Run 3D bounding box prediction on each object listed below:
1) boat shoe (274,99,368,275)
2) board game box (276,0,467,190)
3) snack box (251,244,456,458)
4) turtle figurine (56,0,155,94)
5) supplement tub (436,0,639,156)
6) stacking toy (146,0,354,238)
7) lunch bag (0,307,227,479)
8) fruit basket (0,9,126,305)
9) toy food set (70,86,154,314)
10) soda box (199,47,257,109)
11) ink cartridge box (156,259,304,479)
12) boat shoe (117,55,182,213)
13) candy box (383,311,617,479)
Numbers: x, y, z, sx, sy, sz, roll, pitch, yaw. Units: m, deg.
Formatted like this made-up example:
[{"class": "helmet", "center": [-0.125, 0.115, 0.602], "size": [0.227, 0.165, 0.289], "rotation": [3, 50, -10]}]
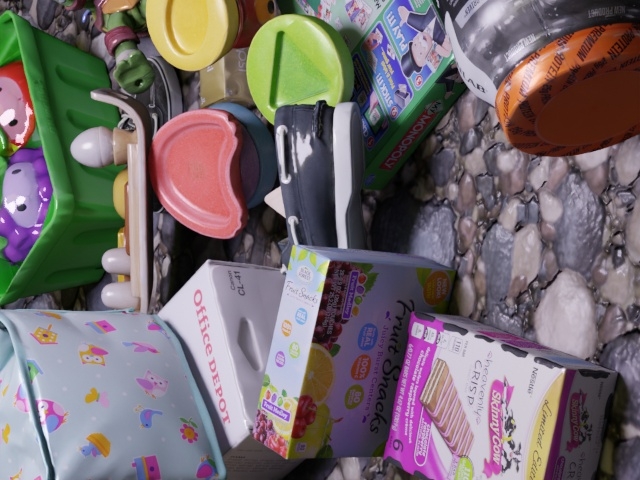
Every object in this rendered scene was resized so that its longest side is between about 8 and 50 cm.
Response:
[{"class": "boat shoe", "center": [0.000, 0.000, 1.748], "size": [0.091, 0.114, 0.302], "rotation": [1, 100, 13]}, {"class": "board game box", "center": [0.054, -0.243, 1.812], "size": [0.213, 0.046, 0.317], "rotation": [-52, 47, 39]}, {"class": "snack box", "center": [0.035, 0.115, 1.673], "size": [0.070, 0.174, 0.207], "rotation": [24, 104, 49]}, {"class": "turtle figurine", "center": [-0.253, -0.340, 2.133], "size": [0.266, 0.198, 0.274], "rotation": [57, 133, 35]}, {"class": "supplement tub", "center": [0.198, -0.258, 1.472], "size": [0.207, 0.207, 0.338], "rotation": [-41, 52, 44]}, {"class": "stacking toy", "center": [-0.058, -0.156, 1.882], "size": [0.280, 0.130, 0.309], "rotation": [18, 114, 32]}, {"class": "lunch bag", "center": [-0.251, 0.187, 1.799], "size": [0.160, 0.223, 0.262], "rotation": [-55, 44, 41]}, {"class": "fruit basket", "center": [-0.468, -0.105, 2.255], "size": [0.283, 0.392, 0.392], "rotation": [-49, 48, 39]}, {"class": "toy food set", "center": [-0.255, -0.033, 2.018], "size": [0.220, 0.092, 0.306], "rotation": [-121, 31, -83]}, {"class": "soda box", "center": [-0.112, -0.252, 2.033], "size": [0.058, 0.061, 0.181], "rotation": [-17, 71, 52]}, {"class": "ink cartridge box", "center": [-0.135, 0.199, 1.939], "size": [0.306, 0.131, 0.226], "rotation": [-43, 52, 41]}, {"class": "boat shoe", "center": [-0.228, -0.145, 2.173], "size": [0.078, 0.070, 0.219], "rotation": [-26, 64, 50]}, {"class": "candy box", "center": [0.166, 0.170, 1.571], "size": [0.233, 0.071, 0.159], "rotation": [17, 99, 54]}]
